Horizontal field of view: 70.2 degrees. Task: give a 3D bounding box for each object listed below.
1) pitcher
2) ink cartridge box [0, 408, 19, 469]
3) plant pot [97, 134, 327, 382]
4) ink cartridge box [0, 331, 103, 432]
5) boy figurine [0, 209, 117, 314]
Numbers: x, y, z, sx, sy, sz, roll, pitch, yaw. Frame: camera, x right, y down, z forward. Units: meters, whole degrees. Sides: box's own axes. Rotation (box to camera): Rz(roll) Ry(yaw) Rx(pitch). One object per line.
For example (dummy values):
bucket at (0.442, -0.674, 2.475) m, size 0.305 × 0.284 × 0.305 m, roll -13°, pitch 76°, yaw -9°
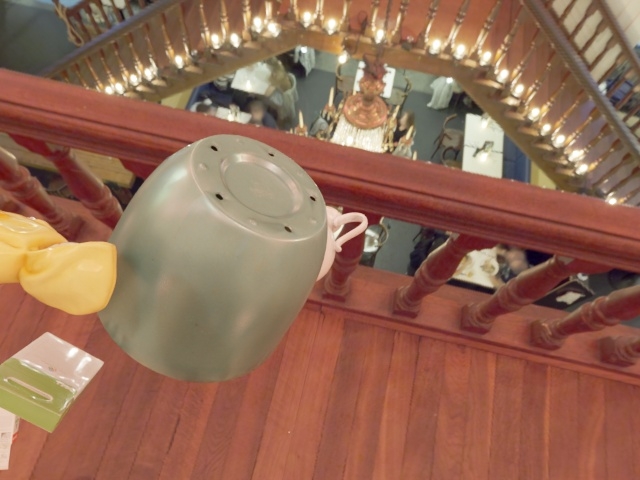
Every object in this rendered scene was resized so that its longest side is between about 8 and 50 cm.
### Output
pitcher at (0.000, 0.000, 0.948) m, size 0.178 × 0.125 × 0.207 m, roll -4°, pitch 30°, yaw 19°
ink cartridge box at (-0.526, 0.307, 0.734) m, size 0.063 × 0.029 × 0.115 m, roll 5°, pitch 82°, yaw -18°
plant pot at (-0.126, 0.003, 0.619) m, size 0.293 × 0.235 × 0.293 m, roll 23°, pitch 38°, yaw -20°
ink cartridge box at (-0.414, 0.215, 0.677) m, size 0.109 × 0.209 × 0.062 m, roll 34°, pitch 87°, yaw -12°
boy figurine at (-0.354, -0.008, 0.491) m, size 0.285 × 0.177 × 0.092 m, roll 24°, pitch 93°, yaw 11°
